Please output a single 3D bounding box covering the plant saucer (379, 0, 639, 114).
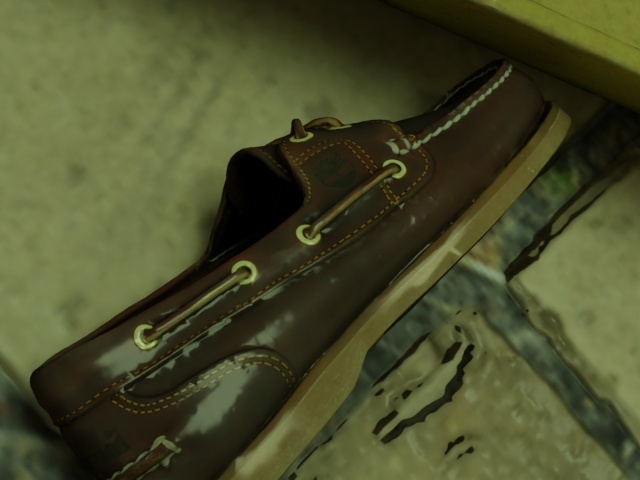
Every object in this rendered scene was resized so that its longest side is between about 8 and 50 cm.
[{"bbox_3d":[0.067,-0.193,0.717,0.332,0.081,0.333,21,57,-19],"label":"plant saucer"}]

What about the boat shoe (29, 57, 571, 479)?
[{"bbox_3d":[0.000,0.000,0.581,0.073,0.073,0.207,47,52,-3],"label":"boat shoe"}]
